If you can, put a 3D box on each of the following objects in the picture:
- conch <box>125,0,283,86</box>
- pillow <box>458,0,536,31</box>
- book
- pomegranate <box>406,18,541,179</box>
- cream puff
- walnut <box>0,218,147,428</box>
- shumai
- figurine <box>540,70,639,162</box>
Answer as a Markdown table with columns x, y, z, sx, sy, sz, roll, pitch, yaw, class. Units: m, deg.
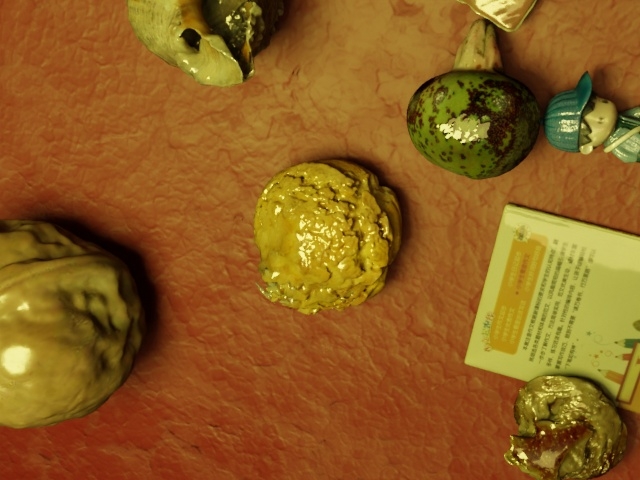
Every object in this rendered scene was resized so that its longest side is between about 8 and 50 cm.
| x | y | z | sx | sy | sz | roll | pitch | yaw | class |
| --- | --- | --- | --- | --- | --- | --- | --- | --- | --- |
| -0.113 | -0.250 | 0.982 | 0.163 | 0.245 | 0.178 | -8 | 131 | -21 | conch |
| 0.138 | -0.321 | 0.956 | 0.233 | 0.043 | 0.126 | 30 | 111 | 5 | pillow |
| 0.330 | 0.090 | 1.052 | 0.296 | 0.020 | 0.207 | 15 | 112 | 11 | book |
| 0.166 | -0.141 | 0.982 | 0.138 | 0.163 | 0.125 | 6 | 150 | 30 | pomegranate |
| 0.000 | 0.000 | 1.062 | 0.189 | 0.129 | 0.189 | 5 | 106 | 16 | cream puff |
| -0.344 | 0.096 | 1.118 | 0.227 | 0.273 | 0.273 | -11 | 105 | 30 | walnut |
| 0.286 | 0.232 | 1.070 | 0.123 | 0.105 | 0.139 | -21 | 132 | 35 | shumai |
| 0.300 | -0.115 | 0.973 | 0.136 | 0.077 | 0.079 | 27 | 149 | -10 | figurine |
